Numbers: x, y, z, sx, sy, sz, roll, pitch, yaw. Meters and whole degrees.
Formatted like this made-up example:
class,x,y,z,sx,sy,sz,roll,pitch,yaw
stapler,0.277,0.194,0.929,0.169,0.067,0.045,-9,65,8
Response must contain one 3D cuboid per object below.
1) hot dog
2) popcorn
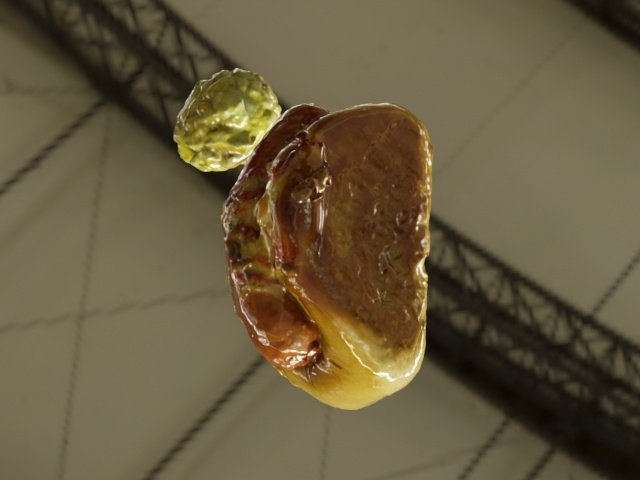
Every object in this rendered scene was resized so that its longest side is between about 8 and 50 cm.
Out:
class,x,y,z,sx,sy,sz,roll,pitch,yaw
hot dog,0.000,0.000,1.564,0.153,0.150,0.256,18,-122,-23
popcorn,-0.093,-0.120,2.047,0.120,0.106,0.116,-52,-145,9
